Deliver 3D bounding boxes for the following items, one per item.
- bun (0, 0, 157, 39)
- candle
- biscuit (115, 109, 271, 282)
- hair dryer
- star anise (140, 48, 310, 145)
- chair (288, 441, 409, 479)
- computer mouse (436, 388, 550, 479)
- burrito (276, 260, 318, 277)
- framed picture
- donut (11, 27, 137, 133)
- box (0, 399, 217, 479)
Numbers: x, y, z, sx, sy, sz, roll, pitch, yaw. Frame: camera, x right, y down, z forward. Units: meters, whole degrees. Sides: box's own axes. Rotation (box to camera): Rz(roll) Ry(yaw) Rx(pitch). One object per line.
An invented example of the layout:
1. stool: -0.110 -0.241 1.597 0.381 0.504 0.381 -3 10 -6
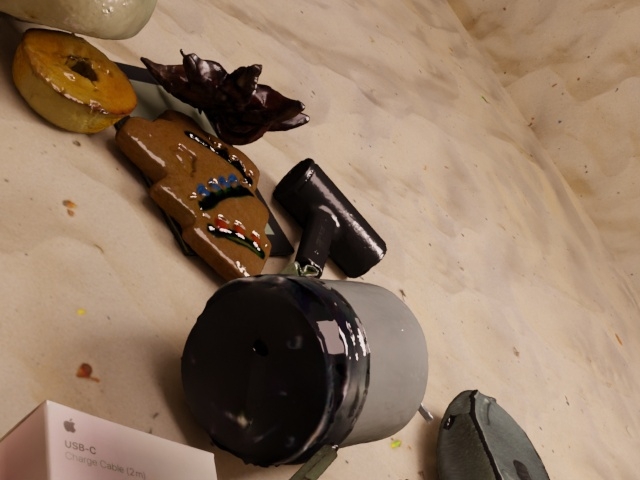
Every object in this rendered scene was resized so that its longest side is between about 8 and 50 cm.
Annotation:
1. bun: -0.343 -0.356 1.402 0.272 0.168 0.273 18 15 -5
2. candle: 0.001 0.151 1.311 0.342 0.221 0.221 6 50 -61
3. biscuit: -0.148 -0.061 1.509 0.278 0.043 0.301 9 48 -55
4. hair dryer: 0.000 0.000 1.663 0.197 0.089 0.251 49 25 -12
5. star anise: -0.140 -0.193 1.574 0.272 0.272 0.103 26 76 -43
6. chair: -0.013 0.358 1.094 0.270 0.147 0.136 -44 125 -25
7. computer mouse: 0.252 0.366 1.562 0.203 0.114 0.374 40 19 -18
8. burrito: -0.044 0.077 1.451 0.074 0.118 0.044 35 24 -15
9. framed picture: -0.191 -0.120 1.587 0.265 0.016 0.347 0 55 -60
10. donut: -0.330 -0.207 1.415 0.162 0.065 0.178 55 26 19
11. box: -0.181 0.291 0.947 0.203 0.106 0.252 28 33 -38
